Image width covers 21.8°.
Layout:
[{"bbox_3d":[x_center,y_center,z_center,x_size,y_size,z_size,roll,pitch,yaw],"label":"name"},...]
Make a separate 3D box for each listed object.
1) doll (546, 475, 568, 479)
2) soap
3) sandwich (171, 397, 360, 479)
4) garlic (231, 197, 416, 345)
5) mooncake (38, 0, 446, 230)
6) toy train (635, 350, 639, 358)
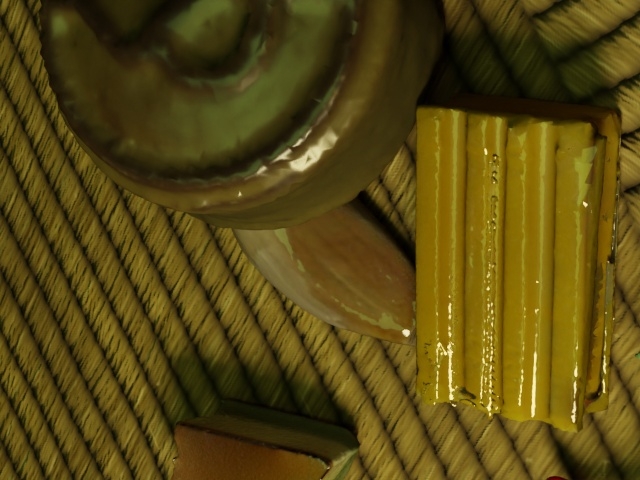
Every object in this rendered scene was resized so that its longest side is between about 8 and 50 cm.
[{"bbox_3d":[0.302,0.360,1.566,0.188,0.099,0.384,-36,38,27],"label":"doll"},{"bbox_3d":[0.199,0.021,1.677,0.204,0.096,0.324,11,110,32],"label":"soap"},{"bbox_3d":[-0.073,0.255,1.927,0.186,0.108,0.220,44,126,16],"label":"sandwich"},{"bbox_3d":[-0.006,0.006,1.824,0.318,0.112,0.143,40,120,6],"label":"garlic"},{"bbox_3d":[-0.081,-0.213,1.700,0.394,0.246,0.393,-30,71,20],"label":"mooncake"},{"bbox_3d":[0.413,0.136,1.571,0.253,0.105,0.157,43,137,17],"label":"toy train"}]
